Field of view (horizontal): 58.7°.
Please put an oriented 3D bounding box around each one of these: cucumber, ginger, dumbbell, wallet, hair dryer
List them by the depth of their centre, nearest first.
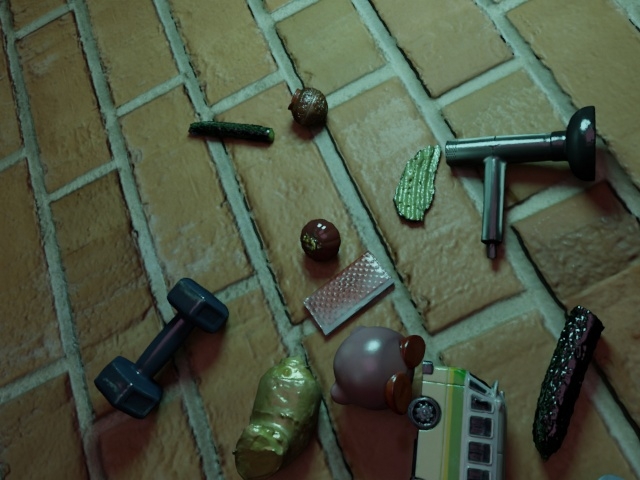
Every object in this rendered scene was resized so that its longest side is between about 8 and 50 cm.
[{"bbox_3d":[0.463,0.272,1.085,0.072,0.072,0.300,21,77,22],"label":"cucumber"},{"bbox_3d":[-0.080,0.366,1.166,0.138,0.152,0.267,11,54,17],"label":"ginger"},{"bbox_3d":[0.450,-0.116,1.247,0.320,0.155,0.284,-10,87,26],"label":"hair dryer"},{"bbox_3d":[0.062,0.117,1.287,0.196,0.020,0.103,-39,65,-1],"label":"wallet"},{"bbox_3d":[-0.354,0.239,1.289,0.156,0.143,0.316,36,83,24],"label":"dumbbell"},{"bbox_3d":[-0.242,-0.295,1.519,0.256,0.043,0.044,8,67,20],"label":"cucumber"}]

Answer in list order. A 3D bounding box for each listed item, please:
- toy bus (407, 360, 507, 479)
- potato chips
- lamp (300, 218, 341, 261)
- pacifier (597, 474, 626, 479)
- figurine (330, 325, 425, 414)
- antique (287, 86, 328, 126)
[{"bbox_3d":[0.253,0.389,1.061,0.179,0.143,0.305,3,70,14],"label":"toy bus"},{"bbox_3d":[0.225,-0.139,1.333,0.092,0.028,0.207,10,75,17],"label":"potato chips"},{"bbox_3d":[0.000,0.000,1.312,0.101,0.090,0.101,11,109,34],"label":"lamp"},{"bbox_3d":[0.517,0.538,0.929,0.226,0.238,0.287,-43,61,32],"label":"pacifier"},{"bbox_3d":[0.107,0.255,1.142,0.173,0.173,0.173,-5,68,14],"label":"figurine"},{"bbox_3d":[-0.028,-0.338,1.445,0.104,0.104,0.104,-5,68,14],"label":"antique"}]
